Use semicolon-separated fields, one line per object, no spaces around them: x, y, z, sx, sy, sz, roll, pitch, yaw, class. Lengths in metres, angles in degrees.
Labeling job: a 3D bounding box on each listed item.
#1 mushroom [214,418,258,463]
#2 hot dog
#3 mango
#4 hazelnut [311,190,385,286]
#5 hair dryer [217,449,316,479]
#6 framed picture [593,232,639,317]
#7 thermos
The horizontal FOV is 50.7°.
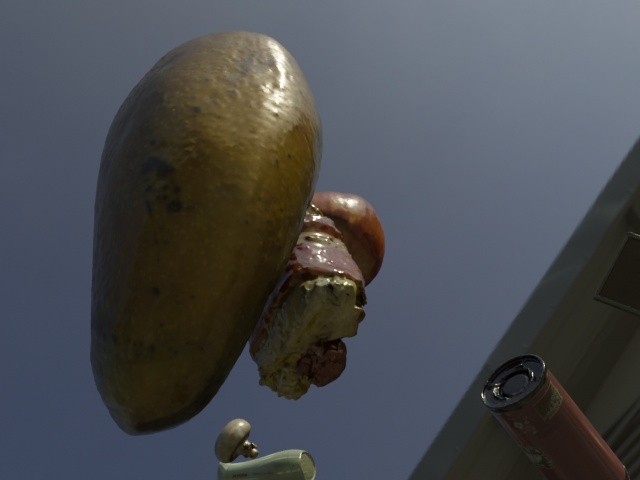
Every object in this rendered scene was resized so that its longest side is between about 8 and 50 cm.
-0.149;0.373;1.232;0.079;0.085;0.085;28;-79;10;mushroom
-0.019;0.047;0.647;0.103;0.213;0.146;16;-52;-26;hot dog
-0.093;-0.028;0.507;0.176;0.329;0.176;5;-46;7;mango
0.000;0.000;1.001;0.182;0.182;0.182;-7;-68;-18;hazelnut
-0.099;0.534;1.299;0.206;0.237;0.075;-17;-19;23;hair dryer
0.452;0.058;0.882;0.109;0.149;0.011;-58;-38;-10;framed picture
0.377;0.336;1.048;0.136;0.109;0.330;-30;-74;35;thermos
